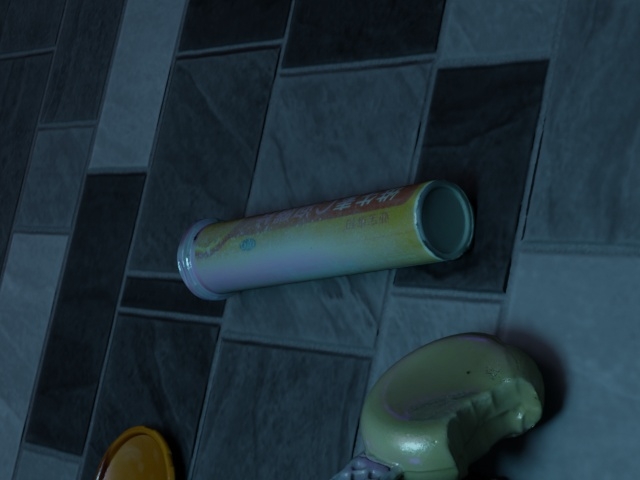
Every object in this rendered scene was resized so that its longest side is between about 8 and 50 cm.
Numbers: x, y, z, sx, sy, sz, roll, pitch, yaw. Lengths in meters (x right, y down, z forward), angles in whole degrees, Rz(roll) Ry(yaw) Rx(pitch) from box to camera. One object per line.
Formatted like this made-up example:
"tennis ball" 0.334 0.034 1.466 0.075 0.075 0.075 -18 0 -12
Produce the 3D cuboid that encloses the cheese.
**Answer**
"cheese" 0.092 0.197 1.527 0.286 0.082 0.163 -38 33 -29

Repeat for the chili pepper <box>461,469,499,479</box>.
"chili pepper" 0.117 0.352 1.562 0.144 0.136 0.252 9 94 9

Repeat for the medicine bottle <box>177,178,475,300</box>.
"medicine bottle" 0.000 0.000 1.840 0.426 0.108 0.108 -10 68 47

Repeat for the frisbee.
"frisbee" -0.244 0.342 2.054 0.192 0.035 0.192 -23 58 44
